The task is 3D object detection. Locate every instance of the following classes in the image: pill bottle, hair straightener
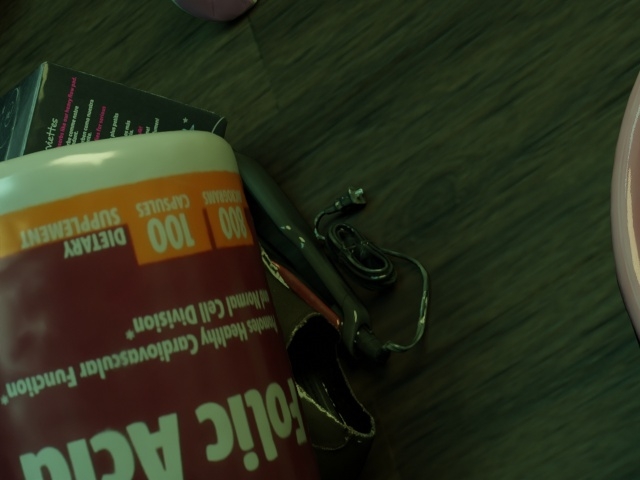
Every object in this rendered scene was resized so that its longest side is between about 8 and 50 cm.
[{"bbox_3d":[-0.109,0.152,0.910,0.224,0.224,0.392,-18,86,33],"label":"pill bottle"},{"bbox_3d":[0.000,0.000,1.076,0.089,0.047,0.230,-53,48,9],"label":"hair straightener"}]

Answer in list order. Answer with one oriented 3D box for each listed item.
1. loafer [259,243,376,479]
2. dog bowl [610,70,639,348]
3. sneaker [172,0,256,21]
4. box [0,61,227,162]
[{"bbox_3d":[-0.023,0.061,1.025,0.078,0.080,0.220,-44,69,34],"label":"loafer"},{"bbox_3d":[0.320,-0.024,0.751,0.408,0.150,0.408,-16,63,34],"label":"dog bowl"},{"bbox_3d":[-0.042,-0.285,1.208,0.236,0.095,0.104,-45,42,17],"label":"sneaker"},{"bbox_3d":[-0.182,0.020,1.118,0.163,0.142,0.247,-14,62,64],"label":"box"}]
